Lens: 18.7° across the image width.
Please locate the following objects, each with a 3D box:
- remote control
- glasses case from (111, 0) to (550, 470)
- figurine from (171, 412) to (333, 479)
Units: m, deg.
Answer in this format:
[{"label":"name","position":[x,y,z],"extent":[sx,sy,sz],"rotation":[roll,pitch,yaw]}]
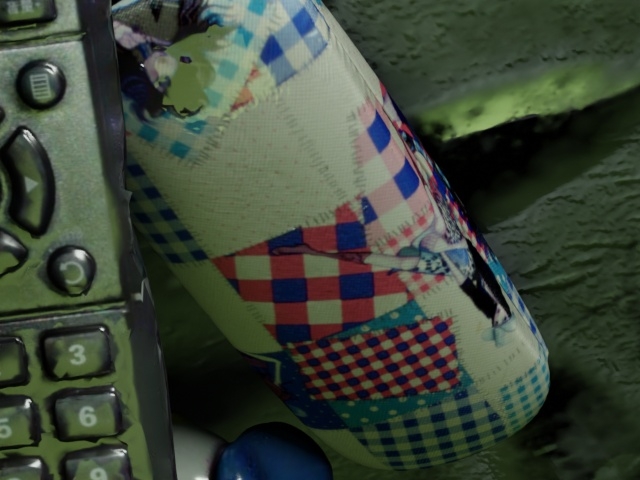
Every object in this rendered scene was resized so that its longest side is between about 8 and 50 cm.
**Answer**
[{"label":"remote control","position":[-0.133,0.001,0.802],"extent":[0.145,0.062,0.398],"rotation":[-7,106,0]},{"label":"glasses case","position":[0.000,0.000,0.910],"extent":[0.125,0.076,0.327],"rotation":[-22,130,17]},{"label":"figurine","position":[-0.158,0.158,0.962],"extent":[0.338,0.204,0.283],"rotation":[-5,131,-8]}]
